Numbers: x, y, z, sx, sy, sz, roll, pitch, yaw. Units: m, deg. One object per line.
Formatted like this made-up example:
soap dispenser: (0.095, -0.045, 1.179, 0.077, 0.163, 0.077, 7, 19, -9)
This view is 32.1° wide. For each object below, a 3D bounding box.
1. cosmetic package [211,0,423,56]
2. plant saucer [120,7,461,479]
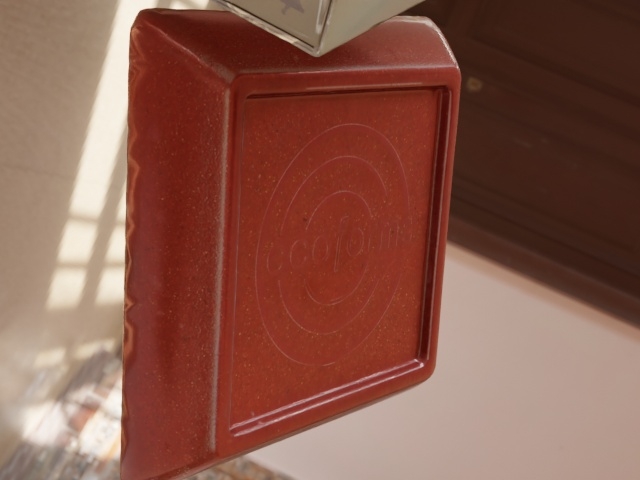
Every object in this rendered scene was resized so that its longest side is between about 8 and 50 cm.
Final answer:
cosmetic package: (0.036, -0.220, 0.582, 0.309, 0.160, 0.113, -37, 152, -46)
plant saucer: (0.000, 0.000, 0.647, 0.258, 0.047, 0.259, -11, 109, -49)
